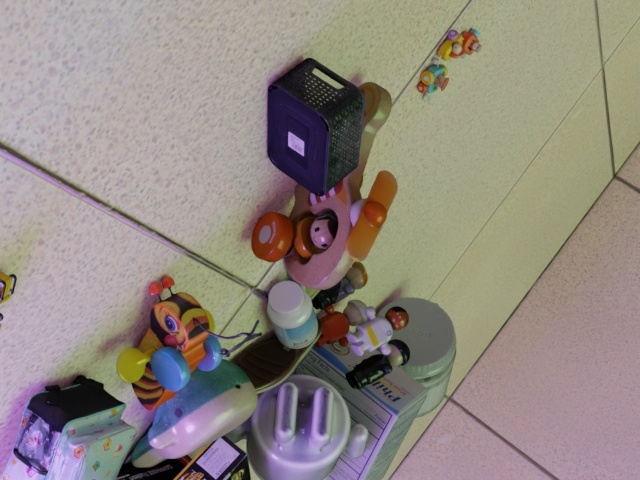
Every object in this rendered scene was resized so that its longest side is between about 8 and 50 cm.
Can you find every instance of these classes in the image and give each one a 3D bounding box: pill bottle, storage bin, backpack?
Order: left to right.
[{"bbox_3d":[-0.376,0.318,1.558,0.188,0.144,0.166,-58,163,18],"label":"backpack"},{"bbox_3d":[-0.055,0.139,2.002,0.087,0.087,0.160,-47,157,-17],"label":"pill bottle"},{"bbox_3d":[-0.010,-0.170,1.592,0.084,0.122,0.180,-41,155,-29],"label":"storage bin"}]

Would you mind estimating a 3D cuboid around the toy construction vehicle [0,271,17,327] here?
[{"bbox_3d":[-0.419,0.088,1.285,0.086,0.035,0.098,-43,161,-52],"label":"toy construction vehicle"}]

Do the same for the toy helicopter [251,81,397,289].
[{"bbox_3d":[0.042,-0.089,1.718,0.140,0.235,0.355,21,88,-36],"label":"toy helicopter"}]

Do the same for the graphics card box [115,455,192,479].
[{"bbox_3d":[-0.383,0.518,1.898,0.232,0.094,0.371,-59,157,13],"label":"graphics card box"}]

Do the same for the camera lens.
[{"bbox_3d":[0.218,0.296,2.595,0.219,0.219,0.274,-42,155,-27],"label":"camera lens"}]

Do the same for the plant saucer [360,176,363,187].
[{"bbox_3d":[0.036,-0.113,1.856,0.083,0.083,0.015,-47,-160,-16],"label":"plant saucer"}]

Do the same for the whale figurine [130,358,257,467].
[{"bbox_3d":[-0.240,0.304,1.862,0.272,0.141,0.216,-38,168,33],"label":"whale figurine"}]

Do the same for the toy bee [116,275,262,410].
[{"bbox_3d":[-0.219,0.142,1.641,0.298,0.162,0.195,-35,174,23],"label":"toy bee"}]

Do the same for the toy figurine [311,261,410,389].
[{"bbox_3d":[0.085,0.175,2.168,0.148,0.213,0.209,-29,145,-23],"label":"toy figurine"}]

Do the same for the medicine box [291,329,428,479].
[{"bbox_3d":[0.055,0.386,2.347,0.149,0.263,0.289,-24,144,-52],"label":"medicine box"}]

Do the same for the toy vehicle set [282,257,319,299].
[{"bbox_3d":[0.000,0.000,1.974,0.166,0.035,0.267,-47,157,-16],"label":"toy vehicle set"}]

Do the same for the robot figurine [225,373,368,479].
[{"bbox_3d":[-0.049,0.402,2.163,0.353,0.300,0.199,107,-7,-62],"label":"robot figurine"}]

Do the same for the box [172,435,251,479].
[{"bbox_3d":[-0.240,0.533,1.985,0.257,0.079,0.322,-47,159,-25],"label":"box"}]

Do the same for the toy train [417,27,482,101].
[{"bbox_3d":[0.251,-0.330,1.975,0.166,0.046,0.125,-55,158,3],"label":"toy train"}]

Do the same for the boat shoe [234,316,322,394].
[{"bbox_3d":[-0.090,0.246,2.084,0.257,0.095,0.095,-34,157,-40],"label":"boat shoe"}]
